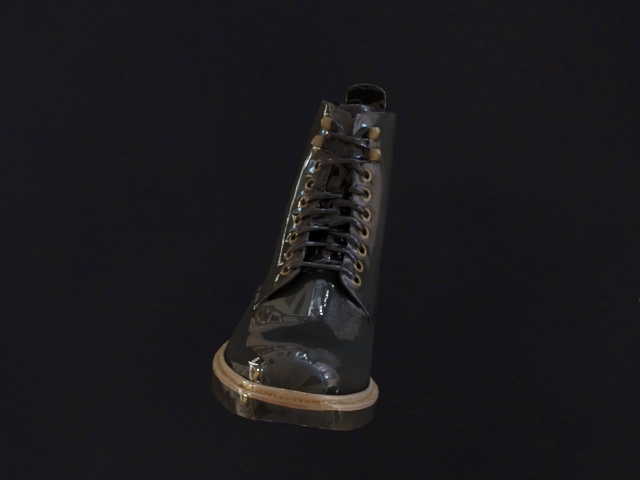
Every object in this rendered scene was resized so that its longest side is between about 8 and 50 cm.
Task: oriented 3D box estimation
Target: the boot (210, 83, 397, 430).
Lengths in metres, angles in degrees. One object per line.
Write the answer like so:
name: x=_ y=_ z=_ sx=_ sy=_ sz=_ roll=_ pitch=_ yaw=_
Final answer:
boot: x=0.000 y=0.000 z=0.635 sx=0.077 sy=0.198 sz=0.137 roll=11 pitch=-79 yaw=-2
